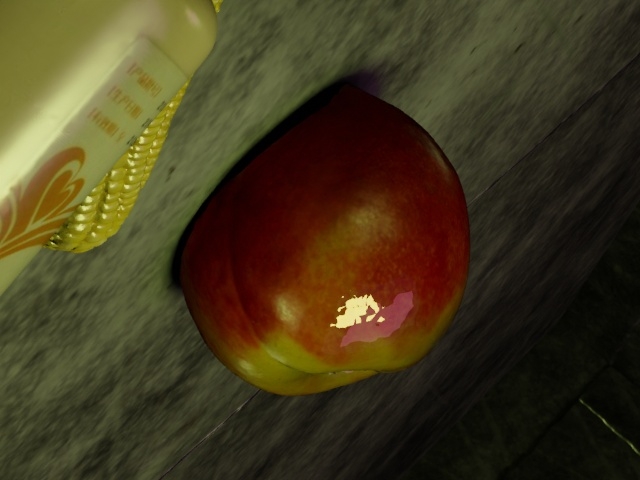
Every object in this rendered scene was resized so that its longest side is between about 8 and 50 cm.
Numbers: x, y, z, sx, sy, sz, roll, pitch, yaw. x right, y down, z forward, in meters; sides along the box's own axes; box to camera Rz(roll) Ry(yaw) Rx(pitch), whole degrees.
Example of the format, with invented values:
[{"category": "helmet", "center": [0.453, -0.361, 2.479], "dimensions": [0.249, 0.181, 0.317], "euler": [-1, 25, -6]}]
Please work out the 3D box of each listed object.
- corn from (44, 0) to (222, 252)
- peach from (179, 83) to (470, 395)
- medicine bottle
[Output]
[{"category": "corn", "center": [-0.086, -0.076, 0.758], "dimensions": [0.072, 0.072, 0.203], "euler": [-34, 159, -49]}, {"category": "peach", "center": [0.000, 0.000, 1.159], "dimensions": [0.190, 0.192, 0.190], "euler": [-9, 159, -3]}, {"category": "medicine bottle", "center": [-0.097, -0.080, 0.606], "dimensions": [0.252, 0.114, 0.114], "euler": [-50, 167, -1]}]
